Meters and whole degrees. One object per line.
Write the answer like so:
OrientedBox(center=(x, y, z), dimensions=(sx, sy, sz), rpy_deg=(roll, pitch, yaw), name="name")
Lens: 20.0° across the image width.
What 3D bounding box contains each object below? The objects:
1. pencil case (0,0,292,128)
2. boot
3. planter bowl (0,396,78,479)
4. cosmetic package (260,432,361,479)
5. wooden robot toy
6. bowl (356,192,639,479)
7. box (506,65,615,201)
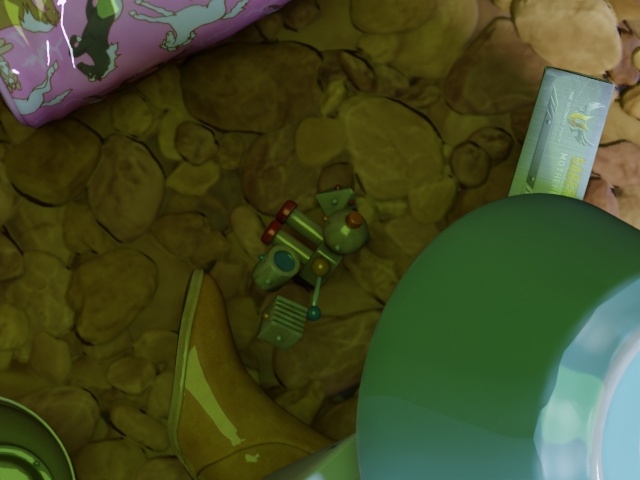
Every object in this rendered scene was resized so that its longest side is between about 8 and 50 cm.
OrientedBox(center=(-0.117, -0.236, 1.456), dimensions=(0.386, 0.160, 0.167), rpy_deg=(-30, 89, -1), name="pencil case")
OrientedBox(center=(-0.014, 0.171, 1.428), dimensions=(0.211, 0.104, 0.295), rpy_deg=(1, 86, -2), name="boot")
OrientedBox(center=(-0.262, 0.204, 1.421), dimensions=(0.162, 0.109, 0.162), rpy_deg=(0, 81, 2), name="planter bowl")
OrientedBox(center=(-0.012, 0.295, 1.259), dimensions=(0.224, 0.138, 0.224), rpy_deg=(-37, 94, -40), name="cosmetic package")
OrientedBox(center=(0.000, 0.000, 1.421), dimensions=(0.076, 0.079, 0.173), rpy_deg=(38, 51, -6), name="wooden robot toy")
OrientedBox(center=(0.194, 0.125, 1.222), dimensions=(0.311, 0.163, 0.311), rpy_deg=(-2, 93, -32), name="bowl")
OrientedBox(center=(0.162, -0.001, 1.395), dimensions=(0.056, 0.183, 0.231), rpy_deg=(16, 82, 5), name="box")
